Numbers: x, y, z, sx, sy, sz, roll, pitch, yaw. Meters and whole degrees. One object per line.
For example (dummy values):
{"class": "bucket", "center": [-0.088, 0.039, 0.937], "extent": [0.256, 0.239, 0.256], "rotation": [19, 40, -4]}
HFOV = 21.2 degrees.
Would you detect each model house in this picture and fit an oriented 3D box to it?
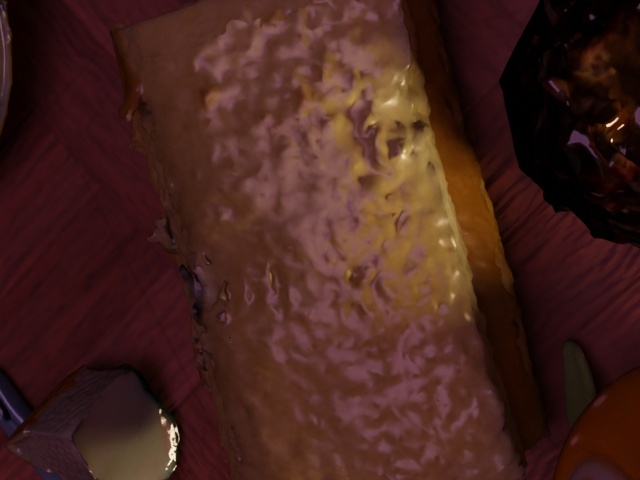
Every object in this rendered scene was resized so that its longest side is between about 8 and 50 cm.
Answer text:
{"class": "model house", "center": [-0.180, 0.156, 1.349], "extent": [0.100, 0.087, 0.100], "rotation": [0, 130, 44]}

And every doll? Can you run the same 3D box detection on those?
{"class": "doll", "center": [0.239, 0.172, 1.121], "extent": [0.236, 0.213, 0.213], "rotation": [-174, 73, -67]}

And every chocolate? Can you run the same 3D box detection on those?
{"class": "chocolate", "center": [0.208, -0.083, 1.072], "extent": [0.224, 0.177, 0.206], "rotation": [33, 112, 13]}

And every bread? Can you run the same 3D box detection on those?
{"class": "bread", "center": [0.000, 0.000, 1.187], "extent": [0.237, 0.165, 0.375], "rotation": [-12, 95, 21]}

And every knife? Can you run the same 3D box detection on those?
{"class": "knife", "center": [-0.191, 0.236, 1.401], "extent": [0.044, 0.019, 0.313], "rotation": [-39, 84, 33]}

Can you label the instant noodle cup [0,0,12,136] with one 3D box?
{"class": "instant noodle cup", "center": [-0.431, -0.137, 1.269], "extent": [0.326, 0.254, 0.325], "rotation": [12, 112, 31]}
